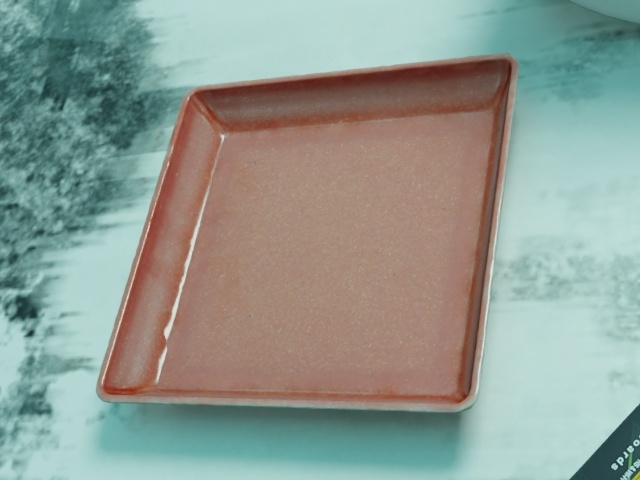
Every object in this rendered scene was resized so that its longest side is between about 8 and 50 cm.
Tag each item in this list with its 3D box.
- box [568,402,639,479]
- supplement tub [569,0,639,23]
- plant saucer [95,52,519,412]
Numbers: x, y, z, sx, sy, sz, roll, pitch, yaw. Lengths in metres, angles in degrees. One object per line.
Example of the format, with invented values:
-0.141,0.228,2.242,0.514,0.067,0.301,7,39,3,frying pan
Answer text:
0.241,0.159,0.408,0.395,0.097,0.318,-48,40,5,box
0.250,-0.329,0.717,0.235,0.235,0.324,6,62,29,supplement tub
0.000,0.000,0.741,0.259,0.047,0.258,-3,58,25,plant saucer
